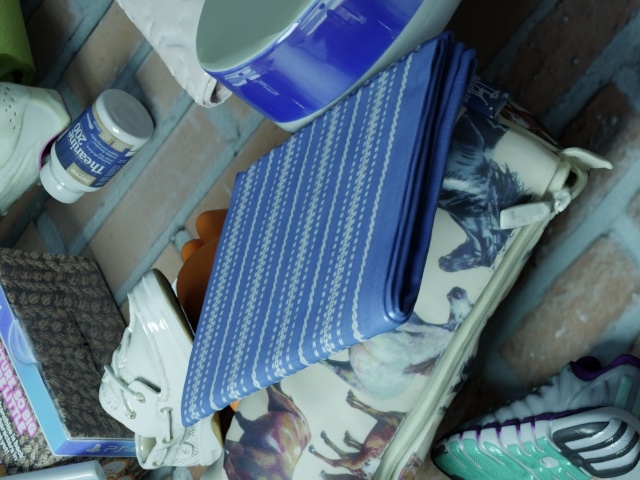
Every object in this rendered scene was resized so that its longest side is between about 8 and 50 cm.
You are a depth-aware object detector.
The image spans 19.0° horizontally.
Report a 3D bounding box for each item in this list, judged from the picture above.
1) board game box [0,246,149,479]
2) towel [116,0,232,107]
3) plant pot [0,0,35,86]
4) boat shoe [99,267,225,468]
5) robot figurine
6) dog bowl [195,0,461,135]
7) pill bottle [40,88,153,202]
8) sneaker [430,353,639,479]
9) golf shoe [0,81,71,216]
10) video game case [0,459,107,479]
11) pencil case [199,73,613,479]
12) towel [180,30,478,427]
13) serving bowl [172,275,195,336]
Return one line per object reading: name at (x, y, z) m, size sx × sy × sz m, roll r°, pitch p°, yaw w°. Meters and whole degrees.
board game box at (-0.315, 0.189, 1.904) m, size 0.291 × 0.141 × 0.232 m, roll -46°, pitch 57°, yaw 29°
towel at (-0.108, -0.347, 1.846) m, size 0.317 × 0.053 × 0.332 m, roll -54°, pitch 53°, yaw 22°
plant pot at (-0.426, -0.257, 2.009) m, size 0.276 × 0.276 × 0.254 m, roll -30°, pitch 76°, yaw 36°
boat shoe at (-0.146, 0.130, 1.679) m, size 0.277 × 0.096 × 0.098 m, roll 82°, pitch 167°, yaw -53°
robot figurine at (-0.047, 0.073, 1.685) m, size 0.158 × 0.128 × 0.219 m, roll -34°, pitch 60°, yaw 12°
dog bowl at (0.014, -0.222, 1.602) m, size 0.265 × 0.104 × 0.265 m, roll -42°, pitch 28°, yaw 28°
pill bottle at (-0.227, -0.091, 1.910) m, size 0.120 × 0.067 × 0.067 m, roll -42°, pitch 59°, yaw 31°
sneaker at (0.183, 0.144, 1.517) m, size 0.223 × 0.083 × 0.098 m, roll -17°, pitch 36°, yaw 51°
golf shoe at (-0.347, -0.056, 1.996) m, size 0.115 × 0.140 × 0.306 m, roll 66°, pitch 148°, yaw 23°
video game case at (-0.272, 0.295, 1.799) m, size 0.201 × 0.183 × 0.023 m, roll -11°, pitch 32°, yaw 13°
pencil case at (0.060, 0.072, 1.509) m, size 0.183 × 0.160 × 0.410 m, roll 27°, pitch 89°, yaw 55°
towel at (0.000, 0.000, 1.469) m, size 0.336 × 0.040 × 0.243 m, roll -31°, pitch 40°, yaw 55°
serving bowl at (-0.108, 0.065, 1.807) m, size 0.083 × 0.027 × 0.083 m, roll -8°, pitch 79°, yaw 42°
